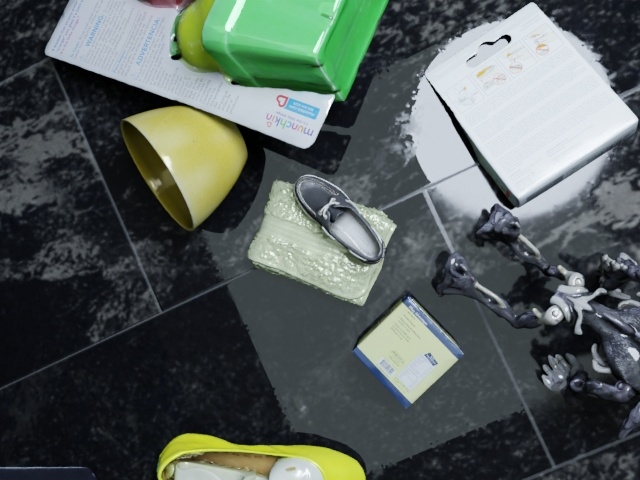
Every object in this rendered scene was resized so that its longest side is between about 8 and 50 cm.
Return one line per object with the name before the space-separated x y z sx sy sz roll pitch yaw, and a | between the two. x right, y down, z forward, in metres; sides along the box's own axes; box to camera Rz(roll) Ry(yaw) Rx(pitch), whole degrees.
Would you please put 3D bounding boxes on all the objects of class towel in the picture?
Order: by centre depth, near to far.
towel | 0.000 0.000 0.712 0.148 0.027 0.110 20 91 7

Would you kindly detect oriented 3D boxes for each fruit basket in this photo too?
fruit basket | -0.095 -0.293 0.682 0.352 0.165 0.327 21 87 26

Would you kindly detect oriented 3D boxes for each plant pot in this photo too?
plant pot | -0.136 -0.092 0.688 0.095 0.134 0.134 -35 85 -20

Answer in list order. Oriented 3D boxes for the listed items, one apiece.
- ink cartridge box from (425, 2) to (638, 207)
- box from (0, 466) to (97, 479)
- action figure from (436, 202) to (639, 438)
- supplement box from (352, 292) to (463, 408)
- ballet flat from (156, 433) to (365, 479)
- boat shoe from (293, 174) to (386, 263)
ink cartridge box | 0.220 -0.146 0.690 0.145 0.045 0.179 -33 68 6
box | -0.315 0.436 0.617 0.294 0.182 0.296 -49 58 5
action figure | 0.262 0.076 0.627 0.275 0.141 0.164 34 91 22
supplement box | 0.093 0.115 0.684 0.083 0.056 0.083 -44 85 5
ballet flat | -0.068 0.259 0.692 0.230 0.077 0.077 7 90 7
boat shoe | 0.019 -0.023 0.677 0.046 0.038 0.125 -42 85 2
